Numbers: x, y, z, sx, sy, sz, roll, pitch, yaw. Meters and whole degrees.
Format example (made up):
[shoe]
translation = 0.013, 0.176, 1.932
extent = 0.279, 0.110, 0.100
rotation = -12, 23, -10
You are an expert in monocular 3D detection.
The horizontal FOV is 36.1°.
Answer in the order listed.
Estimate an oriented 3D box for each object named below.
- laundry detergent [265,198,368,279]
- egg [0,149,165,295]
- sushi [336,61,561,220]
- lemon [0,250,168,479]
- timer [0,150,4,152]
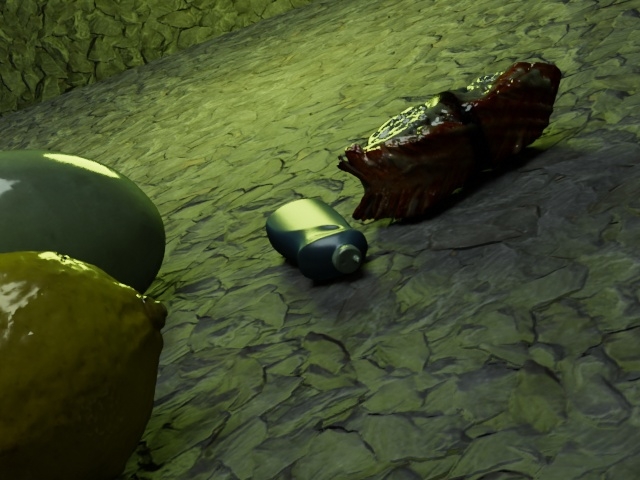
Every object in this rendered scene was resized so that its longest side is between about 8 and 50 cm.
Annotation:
[laundry detergent]
translation = 0.000, 0.001, 1.261
extent = 0.097, 0.061, 0.206
rotation = -21, 22, -15
[egg]
translation = -0.386, 0.003, 1.330
extent = 0.352, 0.258, 0.258
rotation = 6, 13, -22
[sushi]
translation = 0.180, -0.137, 1.316
extent = 0.332, 0.124, 0.130
rotation = -30, 19, -19
[lemon]
translation = -0.302, 0.143, 0.976
extent = 0.322, 0.268, 0.268
rotation = -22, 21, -18
[timer]
translation = -0.513, 0.021, 1.523
extent = 0.285, 0.285, 0.285
rotation = -20, 23, 9
